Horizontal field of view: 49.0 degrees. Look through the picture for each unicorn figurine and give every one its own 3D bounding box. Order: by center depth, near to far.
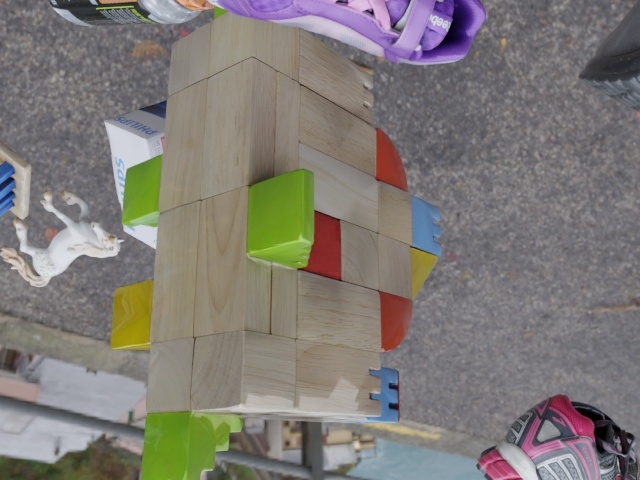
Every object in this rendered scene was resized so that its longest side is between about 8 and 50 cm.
[{"bbox_3d":[-0.299,-0.004,0.830,0.162,0.111,0.060,-41,173,25],"label":"unicorn figurine"}]

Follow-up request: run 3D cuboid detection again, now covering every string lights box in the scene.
[{"bbox_3d":[-0.107,-0.104,0.802,0.076,0.259,0.133,24,130,35],"label":"string lights box"}]

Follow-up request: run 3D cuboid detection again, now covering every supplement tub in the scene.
[{"bbox_3d":[-0.314,-0.467,1.195,0.316,0.194,0.193,10,151,31],"label":"supplement tub"}]

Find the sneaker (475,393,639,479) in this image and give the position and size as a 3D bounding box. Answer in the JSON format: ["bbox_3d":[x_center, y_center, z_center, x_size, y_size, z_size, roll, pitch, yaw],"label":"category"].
[{"bbox_3d":[0.286,0.233,0.742,0.299,0.121,0.112,20,110,-51],"label":"sneaker"}]

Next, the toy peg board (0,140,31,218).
[{"bbox_3d":[-0.565,-0.106,1.146,0.160,0.079,0.161,39,144,1],"label":"toy peg board"}]

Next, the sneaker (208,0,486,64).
[{"bbox_3d":[0.029,-0.161,0.443,0.236,0.104,0.095,-5,130,-51],"label":"sneaker"}]

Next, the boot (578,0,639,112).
[{"bbox_3d":[0.266,-0.171,0.397,0.118,0.338,0.223,27,103,4],"label":"boot"}]

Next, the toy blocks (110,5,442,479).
[{"bbox_3d":[0.000,0.000,0.582,0.190,0.381,0.261,-13,159,38],"label":"toy blocks"}]
